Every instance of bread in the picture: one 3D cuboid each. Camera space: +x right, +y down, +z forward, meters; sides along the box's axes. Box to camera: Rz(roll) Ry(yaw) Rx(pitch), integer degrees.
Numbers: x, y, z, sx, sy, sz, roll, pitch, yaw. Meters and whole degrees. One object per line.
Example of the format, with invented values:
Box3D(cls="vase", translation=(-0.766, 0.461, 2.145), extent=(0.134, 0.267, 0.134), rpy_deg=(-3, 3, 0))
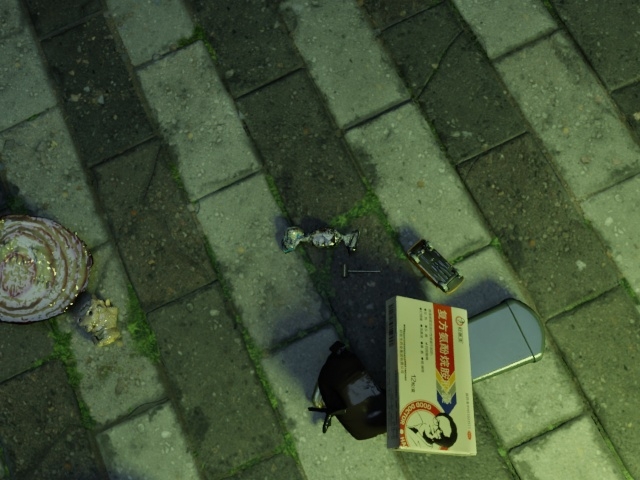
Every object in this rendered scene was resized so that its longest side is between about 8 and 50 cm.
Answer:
Box3D(cls="bread", translation=(0.006, 0.408, 1.595), extent=(0.049, 0.034, 0.088), rpy_deg=(13, 80, 7))

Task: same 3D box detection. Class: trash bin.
Box3D(cls="trash bin", translation=(0.466, 0.260, 1.556), extent=(0.236, 0.101, 0.177), rpy_deg=(-23, 77, 3))

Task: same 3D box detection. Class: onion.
Box3D(cls="onion", translation=(-0.811, 0.098, 1.705), extent=(0.280, 0.146, 0.314), rpy_deg=(14, 77, -16))

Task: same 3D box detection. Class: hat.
Box3D(cls="hat", translation=(0.105, 0.436, 1.484), extent=(0.336, 0.238, 0.209), rpy_deg=(40, 81, 3))

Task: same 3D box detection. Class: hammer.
Box3D(cls="hammer", translation=(0.114, 0.086, 1.671), extent=(0.110, 0.019, 0.036), rpy_deg=(0, 77, 3))

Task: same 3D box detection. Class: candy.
Box3D(cls="candy", translation=(0.000, 0.000, 1.688), extent=(0.226, 0.051, 0.094), rpy_deg=(-2, 87, 7))

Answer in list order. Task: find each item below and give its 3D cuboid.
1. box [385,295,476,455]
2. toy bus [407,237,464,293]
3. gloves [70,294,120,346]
Box3D(cls="box", translation=(0.259, 0.322, 1.416), extent=(0.214, 0.069, 0.353), rpy_deg=(13, 65, -22))
Box3D(cls="toy bus", translation=(0.313, 0.076, 1.625), extent=(0.069, 0.074, 0.162), rpy_deg=(-40, 74, -12))
Box3D(cls="gloves", translation=(-0.629, 0.228, 1.674), extent=(0.144, 0.094, 0.110), rpy_deg=(45, 96, 5))
